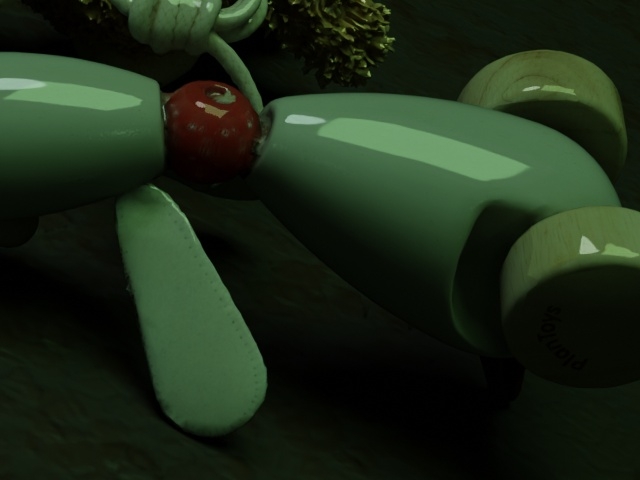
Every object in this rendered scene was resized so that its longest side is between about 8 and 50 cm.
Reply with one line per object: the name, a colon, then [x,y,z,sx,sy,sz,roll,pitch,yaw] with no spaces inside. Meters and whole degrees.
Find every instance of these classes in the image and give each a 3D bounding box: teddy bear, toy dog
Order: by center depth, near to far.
toy dog: [0.000,0.000,0.791,0.334,0.161,0.220,20,39,8]
teddy bear: [-0.079,-0.163,1.028,0.245,0.113,0.338,25,20,-17]

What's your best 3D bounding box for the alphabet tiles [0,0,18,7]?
alphabet tiles: [-0.240,-0.150,0.838,0.237,0.009,0.198,-30,56,-24]
